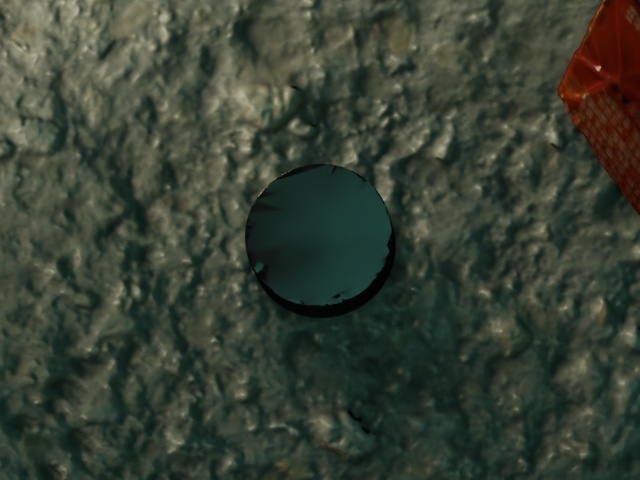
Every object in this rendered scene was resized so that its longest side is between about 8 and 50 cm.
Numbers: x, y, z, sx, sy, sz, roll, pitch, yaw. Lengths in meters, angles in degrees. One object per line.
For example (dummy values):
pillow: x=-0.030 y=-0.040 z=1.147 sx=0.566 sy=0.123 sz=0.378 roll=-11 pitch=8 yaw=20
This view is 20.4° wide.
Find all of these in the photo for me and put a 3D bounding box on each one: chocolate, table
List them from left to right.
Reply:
table: x=0.000 y=0.000 z=1.595 sx=0.133 sy=0.043 sz=0.133 roll=-1 pitch=75 yaw=5
chocolate: x=0.322 y=-0.100 z=1.498 sx=0.108 sy=0.235 sz=0.237 roll=-28 pitch=74 yaw=-13
